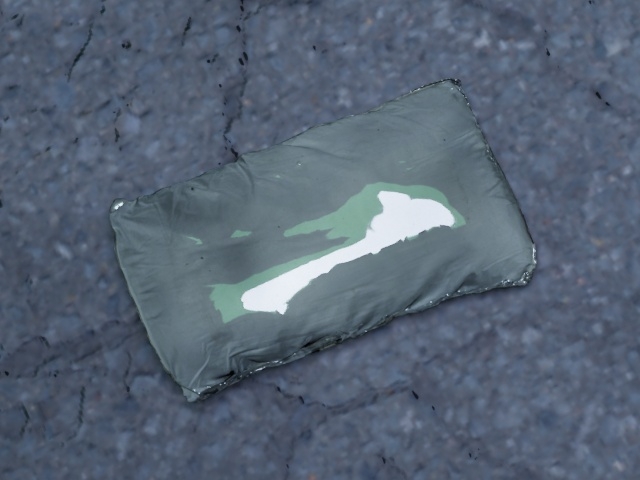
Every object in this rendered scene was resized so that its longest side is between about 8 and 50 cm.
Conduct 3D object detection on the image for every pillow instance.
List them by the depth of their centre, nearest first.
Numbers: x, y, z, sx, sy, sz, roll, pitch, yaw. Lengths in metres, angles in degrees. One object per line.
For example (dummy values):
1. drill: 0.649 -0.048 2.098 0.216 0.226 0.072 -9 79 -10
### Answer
1. pillow: 0.000 0.000 1.029 0.229 0.051 0.128 -20 82 1
